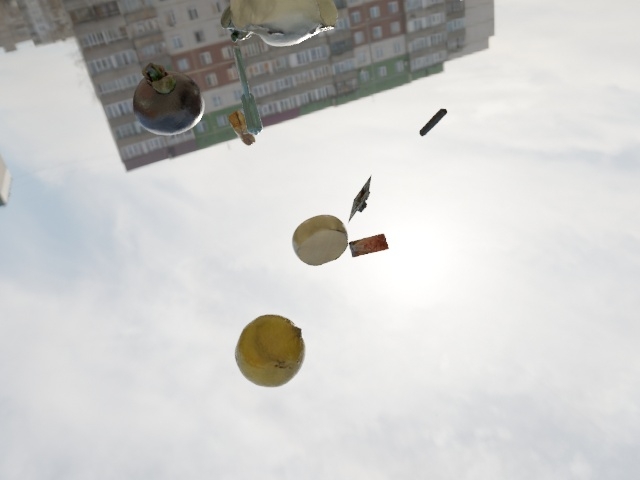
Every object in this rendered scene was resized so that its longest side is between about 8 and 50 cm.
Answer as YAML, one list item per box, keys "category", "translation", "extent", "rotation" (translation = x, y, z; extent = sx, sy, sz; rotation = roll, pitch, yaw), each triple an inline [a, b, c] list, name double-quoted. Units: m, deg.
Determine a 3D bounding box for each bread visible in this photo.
- category: "bread"
  translation: [0.190, 0.018, 2.192]
  extent: [0.160, 0.073, 0.160]
  rotation: [-12, 177, -1]
- category: "bread"
  translation: [-0.250, -0.361, 1.805]
  extent: [0.053, 0.132, 0.074]
  rotation: [-30, -114, -1]

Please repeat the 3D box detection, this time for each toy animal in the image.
- category: "toy animal"
  translation: [-0.266, -0.741, 1.889]
  extent: [0.108, 0.138, 0.236]
  rotation: [24, -159, -8]

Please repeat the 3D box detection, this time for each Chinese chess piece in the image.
- category: "Chinese chess piece"
  translation: [0.000, 0.000, 2.405]
  extent: [0.250, 0.249, 0.103]
  rotation: [-16, -129, -8]

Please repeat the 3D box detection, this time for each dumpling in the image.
- category: "dumpling"
  translation: [-0.102, -0.618, 1.462]
  extent: [0.175, 0.226, 0.243]
  rotation: [-29, 160, 33]

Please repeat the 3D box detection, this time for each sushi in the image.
- category: "sushi"
  translation: [0.198, -0.184, 2.560]
  extent: [0.040, 0.192, 0.210]
  rotation: [28, -143, -10]

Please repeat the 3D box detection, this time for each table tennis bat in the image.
- category: "table tennis bat"
  translation: [-0.194, -0.385, 1.442]
  extent: [0.040, 0.153, 0.244]
  rotation: [-14, -105, -7]

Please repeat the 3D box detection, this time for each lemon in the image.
- category: "lemon"
  translation: [-0.160, 0.359, 1.795]
  extent: [0.228, 0.253, 0.228]
  rotation: [9, -133, -10]

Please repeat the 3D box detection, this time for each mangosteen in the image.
- category: "mangosteen"
  translation: [-0.466, -0.426, 1.683]
  extent: [0.216, 0.216, 0.216]
  rotation: [-8, -149, 5]

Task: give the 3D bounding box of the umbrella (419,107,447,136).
- category: "umbrella"
  translation: [0.394, -0.412, 1.954]
  extent: [0.036, 0.133, 0.031]
  rotation: [15, -130, -29]
